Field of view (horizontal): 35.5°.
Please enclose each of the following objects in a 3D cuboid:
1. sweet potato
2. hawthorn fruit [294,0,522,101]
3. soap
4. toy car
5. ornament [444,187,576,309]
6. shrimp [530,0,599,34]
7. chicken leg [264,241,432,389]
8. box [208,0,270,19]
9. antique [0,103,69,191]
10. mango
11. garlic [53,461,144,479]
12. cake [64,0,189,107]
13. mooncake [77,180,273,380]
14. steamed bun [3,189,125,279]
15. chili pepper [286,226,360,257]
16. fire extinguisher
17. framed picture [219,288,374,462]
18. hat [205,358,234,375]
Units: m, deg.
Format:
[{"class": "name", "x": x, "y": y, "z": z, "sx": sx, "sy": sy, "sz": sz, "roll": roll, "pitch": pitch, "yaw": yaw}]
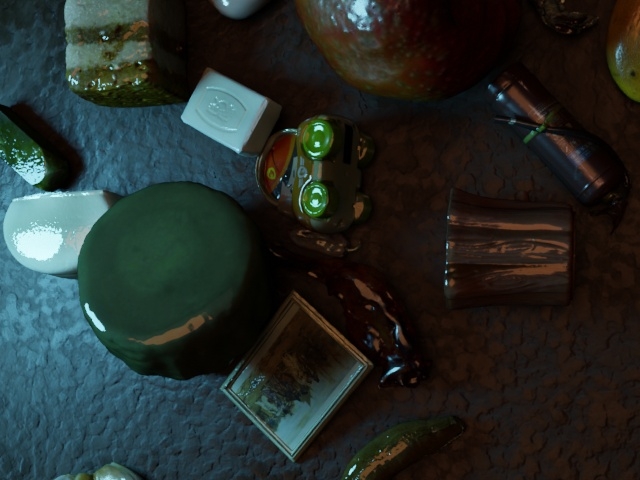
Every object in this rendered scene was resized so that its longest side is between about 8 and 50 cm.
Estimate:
[{"class": "sweet potato", "x": 0.135, "y": 0.401, "z": 1.837, "sx": 0.286, "sy": 0.085, "sz": 0.112, "roll": -37, "pitch": 112, "yaw": -1}, {"class": "hawthorn fruit", "x": 0.139, "y": -0.424, "z": 1.755, "sx": 0.403, "sy": 0.403, "sz": 0.402, "roll": -1, "pitch": 86, "yaw": 15}, {"class": "soap", "x": -0.174, "y": -0.246, "z": 1.943, "sx": 0.183, "sy": 0.064, "sz": 0.121, "roll": 31, "pitch": 96, "yaw": 33}, {"class": "toy car", "x": -0.026, "y": -0.123, "z": 1.895, "sx": 0.235, "sy": 0.145, "sz": 0.235, "roll": -5, "pitch": 82, "yaw": 35}, {"class": "ornament", "x": 0.332, "y": 0.030, "z": 1.750, "sx": 0.218, "sy": 0.221, "sz": 0.235, "roll": 2, "pitch": 42, "yaw": 12}, {"class": "shrimp", "x": 0.393, "y": -0.570, "z": 1.789, "sx": 0.166, "sy": 0.221, "sz": 0.410, "roll": 3, "pitch": 107, "yaw": 44}, {"class": "chicken leg", "x": 0.059, "y": 0.112, "z": 1.870, "sx": 0.407, "sy": 0.096, "sz": 0.158, "roll": 41, "pitch": 117, "yaw": 16}, {"class": "box", "x": -0.140, "y": -0.530, "z": 1.964, "sx": 0.200, "sy": 0.088, "sz": 0.146, "roll": -44, "pitch": 78, "yaw": 9}, {"class": "antique", "x": -0.614, "y": -0.191, "z": 2.074, "sx": 0.221, "sy": 0.081, "sz": 0.080, "roll": 39, "pitch": 98, "yaw": 14}, {"class": "mango", "x": 0.586, "y": -0.374, "z": 1.747, "sx": 0.157, "sy": 0.109, "sz": 0.262, "roll": 17, "pitch": 92, "yaw": 12}, {"class": "garlic", "x": -0.425, "y": 0.555, "z": 1.958, "sx": 0.217, "sy": 0.110, "sz": 0.228, "roll": -19, "pitch": 81, "yaw": 10}, {"class": "cake", "x": -0.375, "y": -0.415, "z": 1.968, "sx": 0.196, "sy": 0.199, "sz": 0.293, "roll": -2, "pitch": 84, "yaw": 17}, {"class": "mooncake", "x": -0.263, "y": 0.078, "z": 1.842, "sx": 0.356, "sy": 0.194, "sz": 0.356, "roll": -5, "pitch": 61, "yaw": 9}, {"class": "steamed bun", "x": -0.498, "y": -0.008, "z": 1.994, "sx": 0.242, "sy": 0.146, "sz": 0.164, "roll": -3, "pitch": 81, "yaw": 15}, {"class": "chili pepper", "x": 0.000, "y": -0.001, "z": 1.915, "sx": 0.153, "sy": 0.050, "sz": 0.041, "roll": 18, "pitch": 135, "yaw": 16}, {"class": "fire extinguisher", "x": 0.426, "y": -0.160, "z": 1.770, "sx": 0.141, "sy": 0.105, "sz": 0.341, "roll": -33, "pitch": 75, "yaw": -25}, {"class": "framed picture", "x": -0.051, "y": 0.259, "z": 1.886, "sx": 0.217, "sy": 0.017, "sz": 0.274, "roll": 41, "pitch": 112, "yaw": 15}, {"class": "hat", "x": -0.243, "y": 0.160, "z": 1.966, "sx": 0.166, "sy": 0.144, "sz": 0.173, "roll": -8, "pitch": 40, "yaw": 8}]
